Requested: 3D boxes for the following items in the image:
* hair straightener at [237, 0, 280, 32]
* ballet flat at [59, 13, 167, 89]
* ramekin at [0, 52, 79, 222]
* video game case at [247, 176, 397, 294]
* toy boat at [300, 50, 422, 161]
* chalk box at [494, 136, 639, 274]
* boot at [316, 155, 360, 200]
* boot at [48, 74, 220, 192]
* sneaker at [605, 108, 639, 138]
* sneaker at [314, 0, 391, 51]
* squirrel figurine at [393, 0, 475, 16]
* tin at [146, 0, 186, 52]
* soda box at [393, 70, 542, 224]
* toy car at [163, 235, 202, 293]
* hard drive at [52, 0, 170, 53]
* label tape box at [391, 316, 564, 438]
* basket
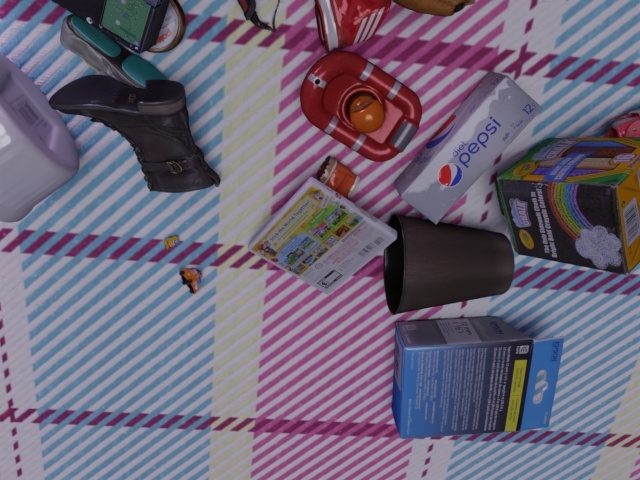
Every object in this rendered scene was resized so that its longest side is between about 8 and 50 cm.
[{"bbox_3d":[-0.121,-0.448,0.909,0.089,0.047,0.230,-34,130,0],"label":"hair straightener"},{"bbox_3d":[-0.359,-0.308,0.983,0.213,0.072,0.068,38,133,-16],"label":"ballet flat"},{"bbox_3d":[-0.528,-0.181,0.911,0.135,0.277,0.277,-32,111,0],"label":"ramekin"},{"bbox_3d":[0.000,0.000,1.098,0.206,0.026,0.227,31,131,-20],"label":"video game case"},{"bbox_3d":[0.075,-0.232,0.988,0.231,0.151,0.151,29,108,-15],"label":"toy boat"},{"bbox_3d":[0.463,-0.078,1.039,0.179,0.289,0.180,-34,117,-25],"label":"chalk box"},{"bbox_3d":[0.014,-0.079,1.101,0.085,0.059,0.157,27,108,-19],"label":"boot"},{"bbox_3d":[-0.326,-0.172,0.997,0.263,0.091,0.228,5,140,8],"label":"boot"},{"bbox_3d":[0.631,-0.209,1.054,0.136,0.116,0.313,29,108,-13],"label":"sneaker"},{"bbox_3d":[0.049,-0.446,0.946,0.128,0.087,0.221,-13,125,-7],"label":"sneaker"},{"bbox_3d":[0.198,-0.543,0.817,0.370,0.281,0.397,-40,93,11],"label":"squirrel figurine"},{"bbox_3d":[-0.310,-0.413,0.950,0.106,0.040,0.189,-27,112,12],"label":"tin"},{"bbox_3d":[0.270,-0.176,1.057,0.098,0.091,0.286,35,107,-16],"label":"soda box"},{"bbox_3d":[-0.273,0.048,1.137,0.041,0.060,0.121,-30,123,-26],"label":"toy car"},{"bbox_3d":[-0.376,-0.476,0.841,0.339,0.064,0.236,31,129,-4],"label":"hard drive"},{"bbox_3d":[0.343,0.306,1.255,0.348,0.115,0.248,-3,113,-5],"label":"label tape box"},{"bbox_3d":[0.256,0.049,1.122,0.227,0.154,0.204,1,98,-8],"label":"basket"}]
